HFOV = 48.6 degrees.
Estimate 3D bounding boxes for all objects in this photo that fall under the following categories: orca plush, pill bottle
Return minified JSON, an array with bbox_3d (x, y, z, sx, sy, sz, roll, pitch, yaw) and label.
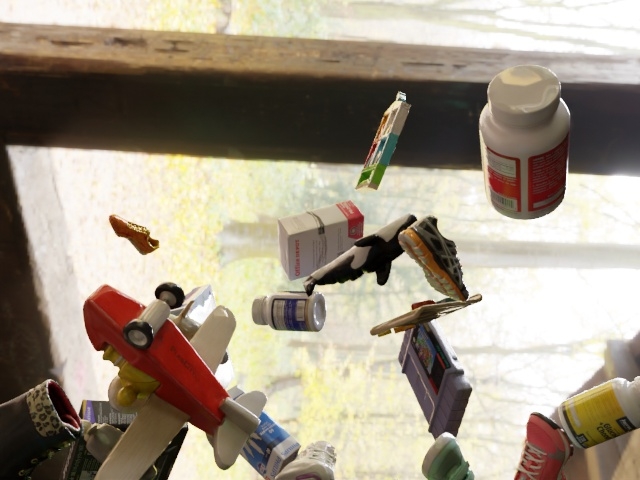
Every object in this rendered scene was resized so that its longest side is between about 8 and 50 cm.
[{"bbox_3d":[0.101,0.057,1.531,0.102,0.287,0.151,60,-4,13],"label":"orca plush"},{"bbox_3d":[-0.088,0.193,1.937,0.112,0.187,0.112,0,90,-68],"label":"pill bottle"},{"bbox_3d":[0.545,-0.256,1.893,0.407,0.229,0.229,68,21,-52],"label":"pill bottle"},{"bbox_3d":[0.582,0.339,1.417,0.103,0.184,0.103,39,32,-30],"label":"pill bottle"}]

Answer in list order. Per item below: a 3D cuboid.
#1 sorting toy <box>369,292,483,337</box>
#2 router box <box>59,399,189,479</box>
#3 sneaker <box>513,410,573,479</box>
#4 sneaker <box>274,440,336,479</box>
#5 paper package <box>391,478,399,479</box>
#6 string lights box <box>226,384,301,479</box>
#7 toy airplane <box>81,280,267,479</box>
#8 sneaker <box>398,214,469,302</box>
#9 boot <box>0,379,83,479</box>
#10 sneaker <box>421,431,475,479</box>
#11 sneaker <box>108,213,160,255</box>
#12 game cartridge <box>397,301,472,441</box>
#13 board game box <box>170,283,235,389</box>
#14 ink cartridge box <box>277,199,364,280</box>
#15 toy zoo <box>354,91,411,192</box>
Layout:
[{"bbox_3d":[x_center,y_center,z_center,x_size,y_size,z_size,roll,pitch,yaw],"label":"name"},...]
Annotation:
[{"bbox_3d":[0.239,0.195,1.821,0.307,0.229,0.041,-34,-111,53],"label":"sorting toy"},{"bbox_3d":[-0.476,0.517,1.696,0.308,0.243,0.081,-65,-150,29],"label":"router box"},{"bbox_3d":[0.554,0.576,1.799,0.116,0.136,0.313,27,-43,48],"label":"sneaker"},{"bbox_3d":[-0.023,0.474,1.479,0.152,0.114,0.305,-63,177,-26],"label":"sneaker"},{"bbox_3d":[0.190,0.910,2.050,0.309,0.168,0.324,53,-44,22],"label":"paper package"},{"bbox_3d":[-0.180,0.533,1.942,0.077,0.260,0.133,-25,143,-44],"label":"string lights box"},{"bbox_3d":[-0.298,0.290,1.392,0.386,0.272,0.384,15,57,-51],"label":"toy airplane"},{"bbox_3d":[0.244,0.041,1.410,0.215,0.083,0.084,52,-19,-27],"label":"sneaker"},{"bbox_3d":[-0.421,0.332,1.018,0.085,0.179,0.236,-127,-169,-88],"label":"boot"},{"bbox_3d":[0.280,0.468,1.327,0.094,0.151,0.255,-40,134,-23],"label":"sneaker"},{"bbox_3d":[-0.494,-0.026,1.882,0.175,0.067,0.064,44,22,-49],"label":"sneaker"},{"bbox_3d":[0.302,0.359,1.943,0.355,0.068,0.230,-112,-158,-54],"label":"game cartridge"},{"bbox_3d":[-0.355,0.319,2.134,0.318,0.066,0.318,-59,136,-80],"label":"board game box"},{"bbox_3d":[0.000,0.000,2.063,0.100,0.237,0.172,-125,-153,-47],"label":"ink cartridge box"},{"bbox_3d":[0.178,-0.274,1.971,0.192,0.030,0.293,-178,-71,-81],"label":"toy zoo"}]
